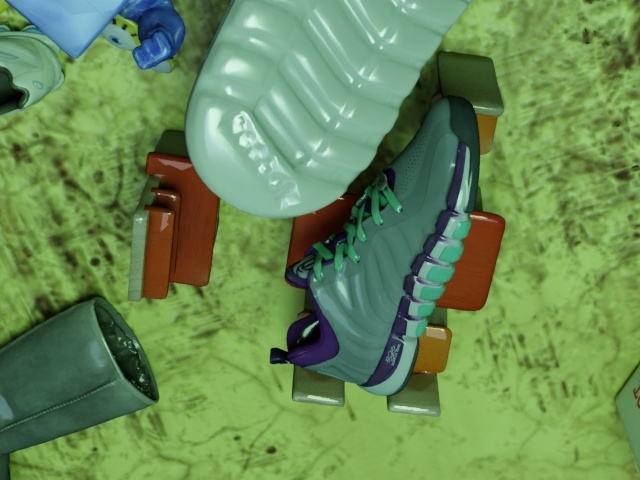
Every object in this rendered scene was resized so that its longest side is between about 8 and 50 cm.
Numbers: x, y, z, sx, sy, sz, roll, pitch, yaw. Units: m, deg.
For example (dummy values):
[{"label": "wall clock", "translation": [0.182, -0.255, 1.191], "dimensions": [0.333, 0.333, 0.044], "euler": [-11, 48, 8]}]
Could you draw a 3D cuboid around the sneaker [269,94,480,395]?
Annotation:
[{"label": "sneaker", "translation": [0.033, 0.006, 0.832], "dimensions": [0.098, 0.083, 0.224], "euler": [10, 117, -11]}]

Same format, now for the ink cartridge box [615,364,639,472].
[{"label": "ink cartridge box", "translation": [0.385, 0.108, 0.933], "dimensions": [0.197, 0.198, 0.270], "euler": [23, 116, -11]}]

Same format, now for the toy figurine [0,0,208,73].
[{"label": "toy figurine", "translation": [-0.162, -0.222, 0.759], "dimensions": [0.191, 0.217, 0.362], "euler": [-40, 111, 20]}]

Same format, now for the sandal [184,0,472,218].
[{"label": "sandal", "translation": [0.042, -0.208, 0.803], "dimensions": [0.169, 0.102, 0.416], "euler": [38, 89, -24]}]

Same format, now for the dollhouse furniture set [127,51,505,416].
[{"label": "dollhouse furniture set", "translation": [0.000, 0.000, 0.918], "dimensions": [0.259, 0.135, 0.262], "euler": [7, 118, -3]}]

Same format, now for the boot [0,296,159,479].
[{"label": "boot", "translation": [-0.228, 0.157, 1.052], "dimensions": [0.208, 0.076, 0.190], "euler": [-23, 117, 5]}]

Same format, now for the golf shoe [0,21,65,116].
[{"label": "golf shoe", "translation": [-0.272, -0.109, 0.895], "dimensions": [0.176, 0.086, 0.069], "euler": [-11, 119, 9]}]
